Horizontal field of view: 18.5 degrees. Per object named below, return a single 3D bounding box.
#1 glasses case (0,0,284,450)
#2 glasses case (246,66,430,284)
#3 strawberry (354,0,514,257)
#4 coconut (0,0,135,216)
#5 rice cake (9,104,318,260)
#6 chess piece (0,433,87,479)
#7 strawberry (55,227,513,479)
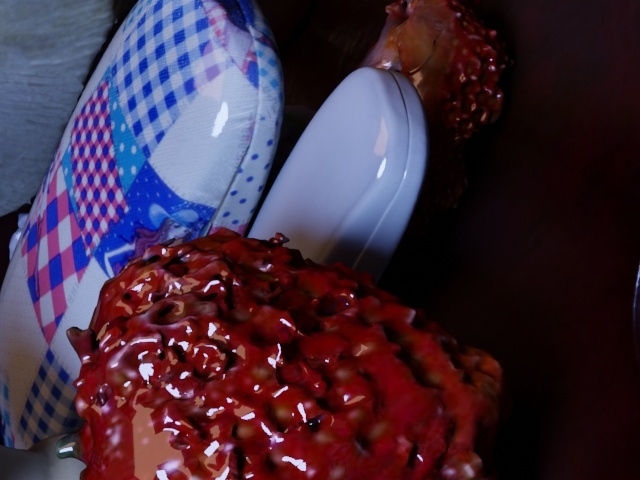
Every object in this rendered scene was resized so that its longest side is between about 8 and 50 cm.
[{"bbox_3d":[-0.104,0.002,1.031,0.327,0.076,0.125,-60,41,37],"label":"glasses case"},{"bbox_3d":[0.000,0.000,0.941,0.193,0.049,0.074,-59,33,39],"label":"glasses case"},{"bbox_3d":[0.045,-0.066,0.971,0.104,0.048,0.152,-30,41,43],"label":"strawberry"},{"bbox_3d":[-0.274,-0.167,1.195,0.346,0.346,0.360,-44,28,24],"label":"coconut"},{"bbox_3d":[-0.094,-0.021,1.123,0.270,0.049,0.055,-22,71,45],"label":"rice cake"},{"bbox_3d":[-0.193,0.115,0.914,0.139,0.307,0.124,-56,34,9],"label":"chess piece"},{"bbox_3d":[-0.017,0.086,0.832,0.201,0.184,0.187,-10,18,24],"label":"strawberry"}]
